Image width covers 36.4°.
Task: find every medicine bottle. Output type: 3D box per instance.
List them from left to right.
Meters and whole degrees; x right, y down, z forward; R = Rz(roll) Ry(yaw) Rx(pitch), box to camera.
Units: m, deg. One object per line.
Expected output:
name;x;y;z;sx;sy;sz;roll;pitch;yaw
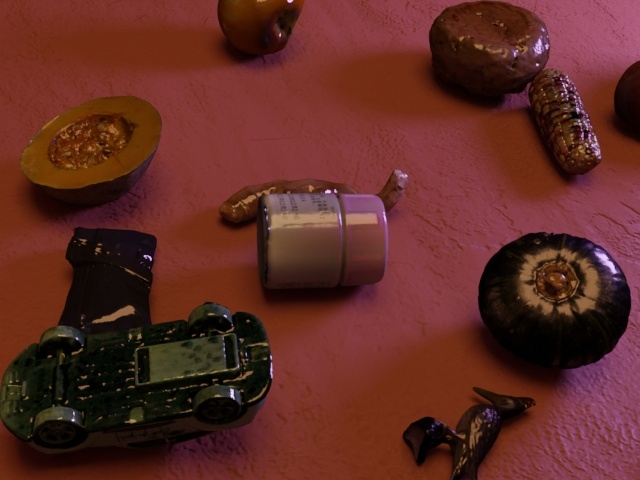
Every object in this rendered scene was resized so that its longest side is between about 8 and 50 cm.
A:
medicine bottle;0.000;0.000;1.336;0.168;0.135;0.135;-1;41;-8

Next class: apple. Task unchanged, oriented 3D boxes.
apple;-0.106;-0.417;1.797;0.163;0.146;0.147;-2;33;-30

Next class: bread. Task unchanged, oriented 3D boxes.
bread;0.307;-0.348;1.789;0.229;0.123;0.230;2;42;-2

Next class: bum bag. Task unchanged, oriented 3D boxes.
bum bag;-0.280;0.059;1.289;0.123;0.060;0.248;2;39;-7

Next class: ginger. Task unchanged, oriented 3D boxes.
ginger;-0.008;-0.063;1.456;0.288;0.075;0.089;-3;18;-4

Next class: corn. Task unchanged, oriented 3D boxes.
corn;0.416;-0.198;1.658;0.086;0.086;0.253;0;43;-8

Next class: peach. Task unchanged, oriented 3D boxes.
peach;0.588;-0.249;1.714;0.152;0.152;0.152;4;41;-3

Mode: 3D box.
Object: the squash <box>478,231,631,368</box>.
squash;0.303;0.078;1.271;0.193;0.156;0.193;6;60;-10

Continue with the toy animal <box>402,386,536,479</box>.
toy animal;0.182;0.229;1.160;0.202;0.070;0.105;-23;62;-33

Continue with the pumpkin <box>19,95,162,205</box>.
pumpkin;-0.333;-0.118;1.465;0.217;0.110;0.217;-4;48;4

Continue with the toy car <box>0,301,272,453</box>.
toy car;-0.203;0.173;1.118;0.305;0.125;0.136;-10;47;-2
